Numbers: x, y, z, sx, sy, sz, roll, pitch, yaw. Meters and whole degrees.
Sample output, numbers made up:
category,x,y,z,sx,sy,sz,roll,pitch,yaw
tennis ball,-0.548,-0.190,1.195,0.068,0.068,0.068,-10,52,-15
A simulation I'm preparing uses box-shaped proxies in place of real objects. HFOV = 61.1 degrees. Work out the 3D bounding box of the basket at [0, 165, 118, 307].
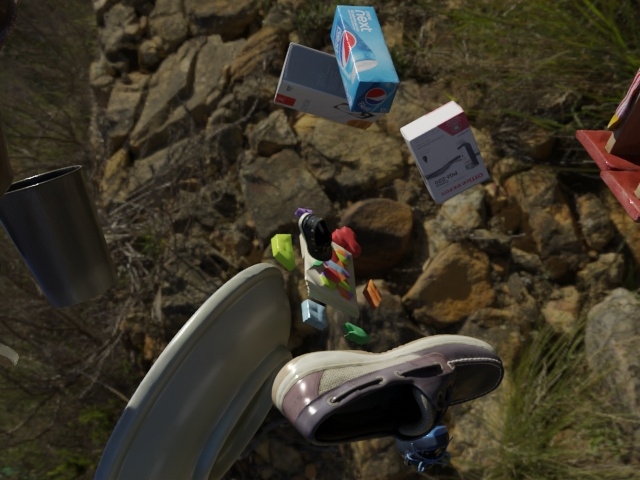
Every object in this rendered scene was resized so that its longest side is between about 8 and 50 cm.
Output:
category,x,y,z,sx,sy,sz,roll,pitch,yaw
basket,-0.480,-0.005,1.000,0.154,0.204,0.227,-39,-60,-48

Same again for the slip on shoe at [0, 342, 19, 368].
category,x,y,z,sx,sy,sz,roll,pitch,yaw
slip on shoe,-0.378,0.118,0.567,0.135,0.051,0.041,66,-153,-58

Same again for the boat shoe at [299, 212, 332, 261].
category,x,y,z,sx,sy,sz,roll,pitch,yaw
boat shoe,-0.001,0.001,1.026,0.049,0.042,0.133,-53,-35,-23

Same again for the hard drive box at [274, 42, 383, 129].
category,x,y,z,sx,sy,sz,roll,pitch,yaw
hard drive box,0.024,-0.337,1.212,0.181,0.232,0.089,175,110,-81

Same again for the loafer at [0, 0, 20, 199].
category,x,y,z,sx,sy,sz,roll,pitch,yaw
loafer,-0.353,-0.101,0.508,0.366,0.130,0.134,-40,52,31

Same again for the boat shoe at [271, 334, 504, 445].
category,x,y,z,sx,sy,sz,roll,pitch,yaw
boat shoe,0.092,0.169,0.590,0.092,0.285,0.103,52,134,53

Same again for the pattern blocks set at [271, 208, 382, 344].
category,x,y,z,sx,sy,sz,roll,pitch,yaw
pattern blocks set,0.021,0.060,1.109,0.026,0.285,0.325,-42,45,29

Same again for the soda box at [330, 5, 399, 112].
category,x,y,z,sx,sy,sz,roll,pitch,yaw
soda box,0.073,-0.318,0.943,0.067,0.071,0.210,106,158,-53

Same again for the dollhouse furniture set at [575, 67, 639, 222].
category,x,y,z,sx,sy,sz,roll,pitch,yaw
dollhouse furniture set,0.465,-0.119,0.486,0.152,0.374,0.201,-90,6,-46

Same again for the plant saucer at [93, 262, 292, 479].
category,x,y,z,sx,sy,sz,roll,pitch,yaw
plant saucer,-0.137,0.227,0.766,0.400,0.100,0.400,-55,-13,-20

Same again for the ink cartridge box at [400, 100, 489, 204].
category,x,y,z,sx,sy,sz,roll,pitch,yaw
ink cartridge box,0.331,-0.228,1.435,0.218,0.159,0.092,57,-170,-32

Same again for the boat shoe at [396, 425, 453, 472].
category,x,y,z,sx,sy,sz,roll,pitch,yaw
boat shoe,0.244,0.476,1.240,0.258,0.109,0.089,93,168,-69
